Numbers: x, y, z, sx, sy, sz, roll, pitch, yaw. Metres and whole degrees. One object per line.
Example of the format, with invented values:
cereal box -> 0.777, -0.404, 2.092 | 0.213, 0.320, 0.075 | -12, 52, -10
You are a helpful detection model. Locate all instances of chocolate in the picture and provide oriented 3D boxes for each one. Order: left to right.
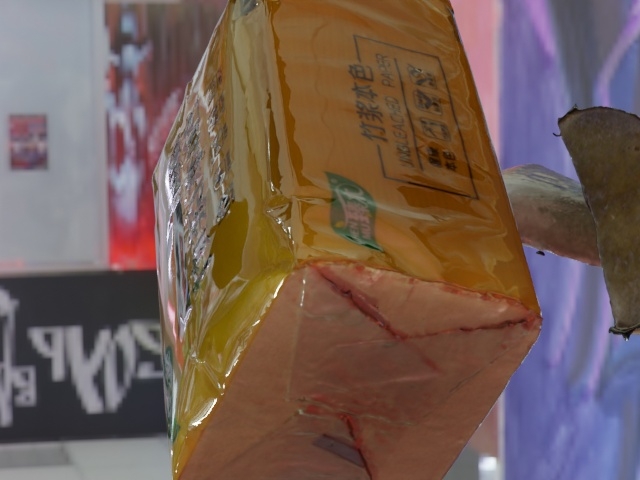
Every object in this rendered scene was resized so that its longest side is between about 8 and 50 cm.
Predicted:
chocolate -> 0.240, -0.025, 1.625 | 0.185, 0.100, 0.303 | 18, -174, 4

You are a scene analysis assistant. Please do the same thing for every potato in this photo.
potato -> 0.312, -0.034, 1.387 | 0.098, 0.243, 0.138 | 8, 147, -33

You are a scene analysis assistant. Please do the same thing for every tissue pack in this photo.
tissue pack -> 0.000, 0.000, 1.227 | 0.228, 0.293, 0.382 | 12, -139, -21
